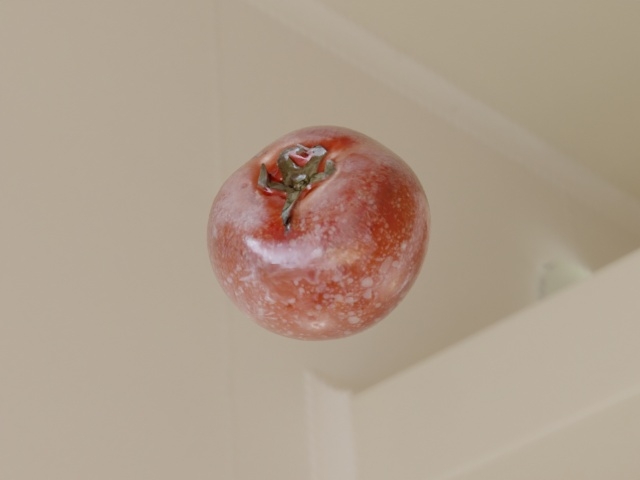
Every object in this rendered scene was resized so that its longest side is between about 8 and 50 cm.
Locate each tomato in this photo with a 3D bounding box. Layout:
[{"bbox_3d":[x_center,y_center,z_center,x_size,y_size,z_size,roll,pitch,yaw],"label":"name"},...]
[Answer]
[{"bbox_3d":[0.000,0.000,1.880,0.270,0.270,0.227,-75,-27,-46],"label":"tomato"}]
